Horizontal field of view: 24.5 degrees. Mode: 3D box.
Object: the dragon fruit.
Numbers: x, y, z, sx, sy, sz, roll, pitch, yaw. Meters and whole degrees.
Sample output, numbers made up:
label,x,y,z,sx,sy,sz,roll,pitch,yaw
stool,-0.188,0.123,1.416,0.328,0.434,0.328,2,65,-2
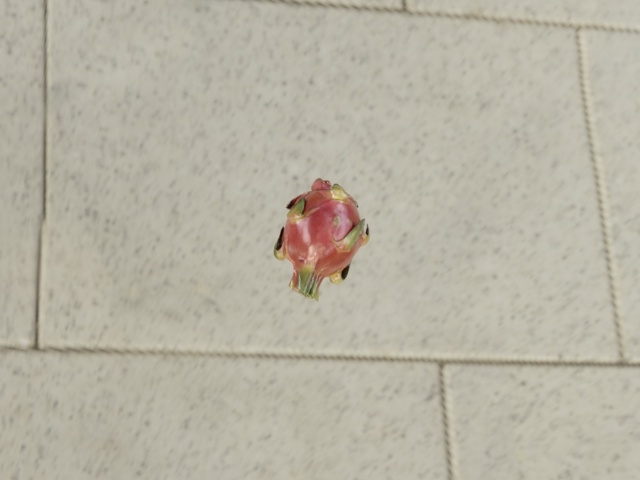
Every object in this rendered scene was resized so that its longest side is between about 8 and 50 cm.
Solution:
label,x,y,z,sx,sy,sz,roll,pitch,yaw
dragon fruit,-0.002,0.000,1.423,0.086,0.081,0.116,37,70,-16
